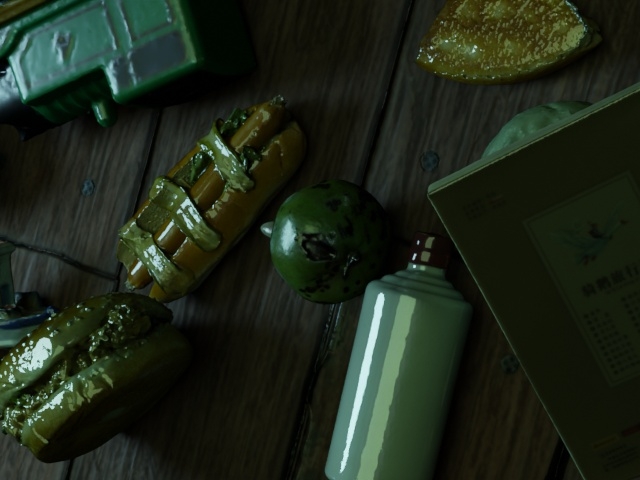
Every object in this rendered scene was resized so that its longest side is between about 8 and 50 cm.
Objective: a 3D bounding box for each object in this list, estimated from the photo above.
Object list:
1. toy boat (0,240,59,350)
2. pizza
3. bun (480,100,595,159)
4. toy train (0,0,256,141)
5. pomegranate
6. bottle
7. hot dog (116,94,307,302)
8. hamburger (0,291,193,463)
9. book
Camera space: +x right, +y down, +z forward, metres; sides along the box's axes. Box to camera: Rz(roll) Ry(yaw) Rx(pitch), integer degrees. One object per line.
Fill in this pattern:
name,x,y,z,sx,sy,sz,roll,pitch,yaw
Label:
toy boat,-0.393,0.066,1.642,0.262,0.114,0.115,-9,93,32
pizza,0.166,-0.229,1.411,0.185,0.036,0.176,-16,75,29
bun,0.212,-0.020,1.311,0.204,0.126,0.212,-50,63,13
toy train,-0.237,-0.238,1.569,0.429,0.178,0.249,-21,86,26
pomegranate,0.000,0.000,1.441,0.161,0.122,0.122,8,88,56
bottle,0.079,0.113,1.382,0.104,0.104,0.245,13,90,30
hot dog,-0.114,-0.045,1.528,0.269,0.072,0.109,-49,67,17
hamburger,-0.225,0.126,1.500,0.215,0.189,0.122,-43,73,31
book,0.254,0.042,1.232,0.217,0.021,0.310,-26,103,14
